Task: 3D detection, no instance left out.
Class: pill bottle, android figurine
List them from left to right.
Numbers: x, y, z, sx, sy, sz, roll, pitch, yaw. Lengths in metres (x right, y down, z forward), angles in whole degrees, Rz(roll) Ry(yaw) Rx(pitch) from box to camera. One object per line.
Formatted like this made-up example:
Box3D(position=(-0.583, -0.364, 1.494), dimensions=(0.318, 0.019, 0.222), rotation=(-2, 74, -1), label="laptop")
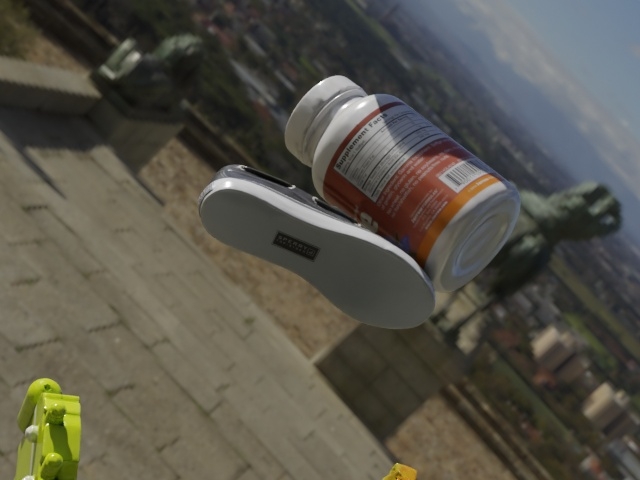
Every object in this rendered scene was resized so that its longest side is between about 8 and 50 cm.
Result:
Box3D(position=(-0.330, 0.284, 1.463), dimensions=(0.056, 0.273, 0.248), rotation=(9, 55, -18), label="android figurine")
Box3D(position=(0.071, -0.059, 1.170), dimensions=(0.216, 0.121, 0.121), rotation=(41, 8, 26), label="pill bottle")

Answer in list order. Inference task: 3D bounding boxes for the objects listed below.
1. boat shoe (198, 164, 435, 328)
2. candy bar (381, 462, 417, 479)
Box3D(position=(0.000, 0.000, 1.104), dimensions=(0.228, 0.080, 0.076), rotation=(24, 31, -9), label="boat shoe")
Box3D(position=(0.053, 0.155, 0.626), dimensions=(0.161, 0.018, 0.040), rotation=(64, 27, -56), label="candy bar")
